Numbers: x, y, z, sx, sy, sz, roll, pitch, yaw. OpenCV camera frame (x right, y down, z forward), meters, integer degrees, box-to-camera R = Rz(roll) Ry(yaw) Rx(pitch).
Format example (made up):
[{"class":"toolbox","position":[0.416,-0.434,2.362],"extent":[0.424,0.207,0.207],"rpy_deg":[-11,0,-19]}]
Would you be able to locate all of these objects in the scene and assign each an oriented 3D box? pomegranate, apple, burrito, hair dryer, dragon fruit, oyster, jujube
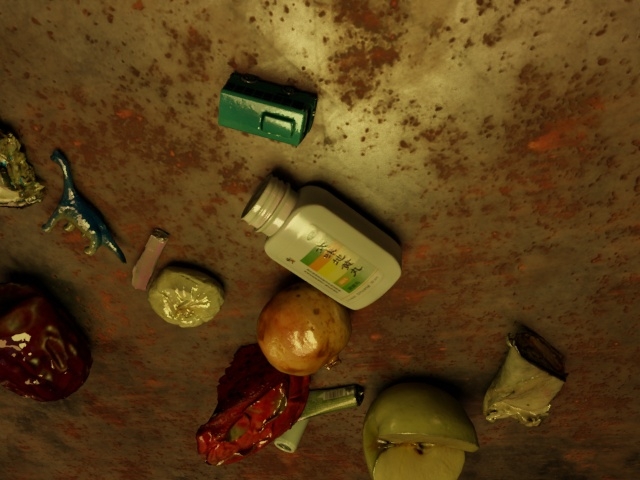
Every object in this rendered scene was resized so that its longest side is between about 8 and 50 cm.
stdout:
[{"class":"pomegranate","position":[-0.034,0.205,1.159],"extent":[0.215,0.215,0.215],"rpy_deg":[6,129,7]},{"class":"apple","position":[0.246,0.500,1.333],"extent":[0.258,0.233,0.295],"rpy_deg":[0,120,-14]},{"class":"burrito","position":[0.498,0.338,1.236],"extent":[0.175,0.107,0.347],"rpy_deg":[-6,131,-4]},{"class":"hair dryer","position":[-0.157,0.518,1.512],"extent":[0.236,0.131,0.073],"rpy_deg":[15,140,17]},{"class":"dragon fruit","position":[-0.133,0.446,1.273],"extent":[0.228,0.329,0.286],"rpy_deg":[-6,108,17]},{"class":"oyster","position":[-0.703,-0.170,1.083],"extent":[0.198,0.092,0.259],"rpy_deg":[-33,107,31]},{"class":"jujube","position":[-0.762,0.267,1.351],"extent":[0.258,0.258,0.376],"rpy_deg":[-5,139,15]}]

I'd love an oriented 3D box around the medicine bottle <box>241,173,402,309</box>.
[{"class":"medicine bottle","position":[0.000,0.000,1.051],"extent":[0.324,0.124,0.179],"rpy_deg":[36,126,-16]}]

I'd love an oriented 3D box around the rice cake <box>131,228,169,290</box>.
[{"class":"rice cake","position":[-0.409,0.051,1.229],"extent":[0.047,0.036,0.206],"rpy_deg":[35,128,-4]}]

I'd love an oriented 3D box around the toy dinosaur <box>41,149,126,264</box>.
[{"class":"toy dinosaur","position":[-0.509,-0.062,1.142],"extent":[0.248,0.075,0.188],"rpy_deg":[35,120,-9]}]

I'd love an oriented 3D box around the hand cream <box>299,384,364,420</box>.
[{"class":"hand cream","position":[0.015,0.452,1.447],"extent":[0.235,0.086,0.055],"rpy_deg":[-17,140,19]}]

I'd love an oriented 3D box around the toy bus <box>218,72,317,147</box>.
[{"class":"toy bus","position":[-0.093,-0.227,0.904],"extent":[0.160,0.091,0.079],"rpy_deg":[15,131,-1]}]

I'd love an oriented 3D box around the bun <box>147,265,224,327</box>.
[{"class":"bun","position":[-0.325,0.140,1.235],"extent":[0.188,0.111,0.164],"rpy_deg":[14,127,5]}]
